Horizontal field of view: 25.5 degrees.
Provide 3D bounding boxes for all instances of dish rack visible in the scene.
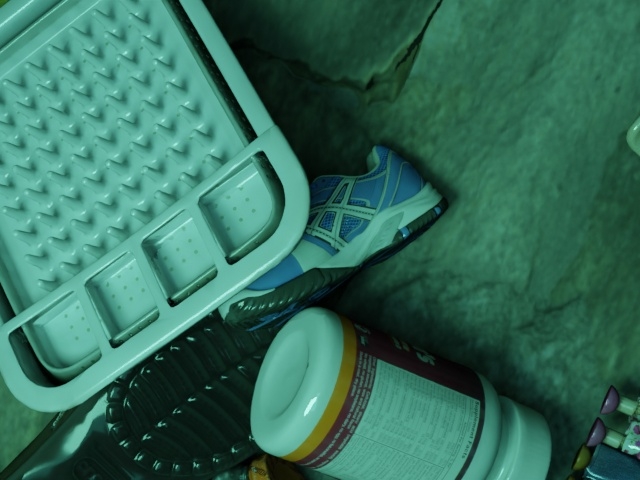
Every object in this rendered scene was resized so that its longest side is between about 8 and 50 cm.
[{"bbox_3d":[-0.168,-0.058,1.118,0.285,0.072,0.333,-36,67,13],"label":"dish rack"}]

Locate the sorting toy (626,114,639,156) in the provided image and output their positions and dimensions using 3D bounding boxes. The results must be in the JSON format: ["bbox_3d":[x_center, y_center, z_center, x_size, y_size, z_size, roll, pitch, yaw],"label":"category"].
[{"bbox_3d":[0.378,-0.085,1.107,0.208,0.038,0.193,40,103,-1],"label":"sorting toy"}]

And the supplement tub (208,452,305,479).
[{"bbox_3d":[-0.095,0.265,1.194,0.190,0.117,0.117,-33,94,13],"label":"supplement tub"}]

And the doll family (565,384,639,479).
[{"bbox_3d":[0.270,0.249,1.159,0.163,0.118,0.263,24,84,9],"label":"doll family"}]

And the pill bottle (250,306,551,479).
[{"bbox_3d":[0.066,0.144,1.118,0.221,0.121,0.121,24,104,-22],"label":"pill bottle"}]

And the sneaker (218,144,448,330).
[{"bbox_3d":[0.000,0.000,1.131,0.211,0.080,0.081,-32,82,-25],"label":"sneaker"}]

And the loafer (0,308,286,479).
[{"bbox_3d":[-0.160,0.154,1.179,0.366,0.130,0.134,-36,105,-5],"label":"loafer"}]
